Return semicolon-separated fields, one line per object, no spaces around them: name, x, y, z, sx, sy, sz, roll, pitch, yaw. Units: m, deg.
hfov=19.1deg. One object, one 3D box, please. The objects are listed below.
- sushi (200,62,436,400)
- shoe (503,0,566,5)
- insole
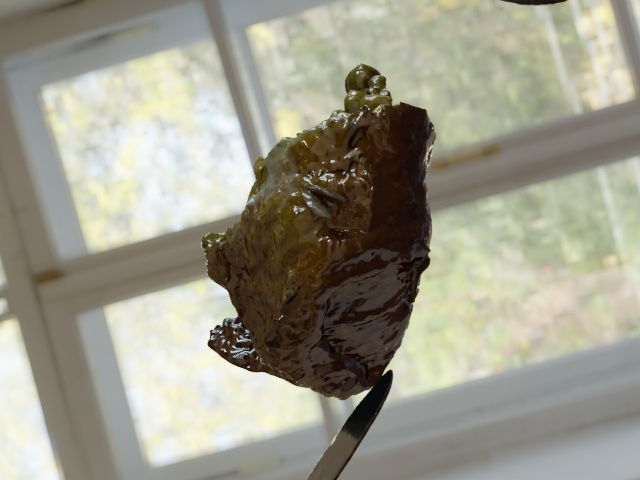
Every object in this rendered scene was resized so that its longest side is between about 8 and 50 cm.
sushi;0.002;-0.002;1.379;0.179;0.167;0.296;60;163;28
shoe;0.044;-0.172;0.708;0.198;0.172;0.351;49;170;-11
insole;-0.017;0.176;1.206;0.003;0.232;0.080;32;-161;-7
